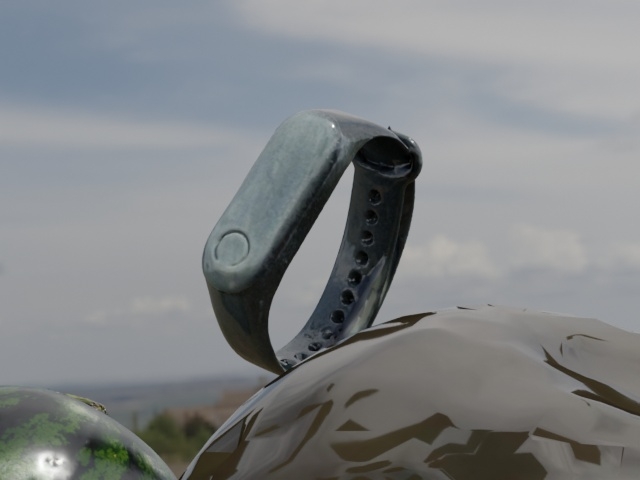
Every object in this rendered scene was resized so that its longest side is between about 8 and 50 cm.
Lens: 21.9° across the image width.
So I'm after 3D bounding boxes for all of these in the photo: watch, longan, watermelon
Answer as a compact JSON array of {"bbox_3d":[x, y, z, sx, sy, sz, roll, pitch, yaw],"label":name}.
[{"bbox_3d":[0.000,0.000,1.221,0.068,0.206,0.193,23,-10,30],"label":"watch"},{"bbox_3d":[0.109,0.218,0.764,0.404,0.404,0.436,-5,-17,7],"label":"longan"},{"bbox_3d":[-0.205,0.228,1.137,0.269,0.269,0.269,-4,-5,0],"label":"watermelon"}]
